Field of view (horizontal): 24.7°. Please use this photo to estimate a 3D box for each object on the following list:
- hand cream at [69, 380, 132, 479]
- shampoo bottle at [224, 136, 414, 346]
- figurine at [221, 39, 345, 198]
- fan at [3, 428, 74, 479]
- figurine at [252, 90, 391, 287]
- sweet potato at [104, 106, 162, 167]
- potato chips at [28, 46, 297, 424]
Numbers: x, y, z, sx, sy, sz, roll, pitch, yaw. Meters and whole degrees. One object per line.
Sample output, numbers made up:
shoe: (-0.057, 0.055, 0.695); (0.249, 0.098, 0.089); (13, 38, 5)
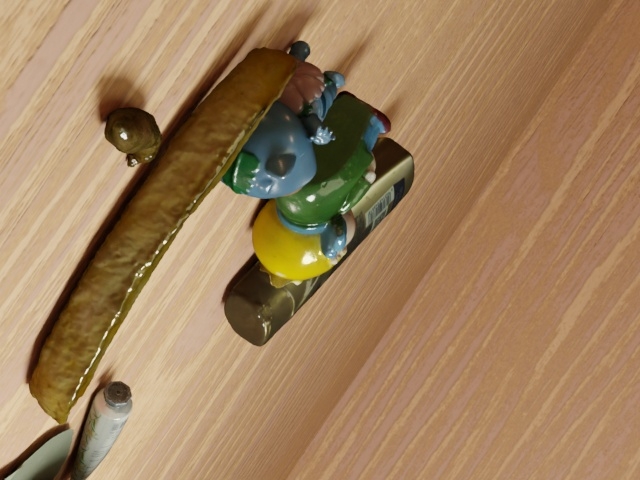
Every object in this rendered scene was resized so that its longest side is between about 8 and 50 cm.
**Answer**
hand cream: (-0.247, 0.218, 1.628); (0.067, 0.042, 0.194); (-56, 177, -42)
shampoo bottle: (0.000, 0.000, 1.915); (0.350, 0.084, 0.125); (-47, 164, -35)
figurine: (-0.040, -0.103, 1.422); (0.178, 0.114, 0.144); (-59, 174, -32)
fan: (-0.319, 0.251, 1.474); (0.182, 0.010, 0.310); (-52, 171, -13)
figurine: (0.000, -0.053, 1.708); (0.185, 0.127, 0.234); (-58, 162, -30)
sweet potato: (-0.149, -0.085, 1.168); (0.041, 0.038, 0.153); (-33, 176, -3)
potato chips: (-0.154, -0.006, 1.314); (0.407, 0.057, 0.080); (-56, 175, 6)
